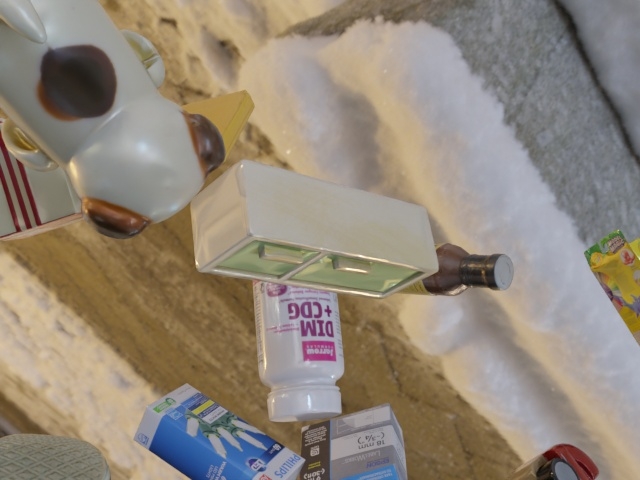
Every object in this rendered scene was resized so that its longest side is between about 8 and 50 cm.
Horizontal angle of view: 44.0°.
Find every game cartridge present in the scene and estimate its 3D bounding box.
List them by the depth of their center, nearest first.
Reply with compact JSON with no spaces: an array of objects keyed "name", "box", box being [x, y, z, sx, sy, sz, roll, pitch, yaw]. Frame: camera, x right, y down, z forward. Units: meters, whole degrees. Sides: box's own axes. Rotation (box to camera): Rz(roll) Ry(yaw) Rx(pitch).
[{"name":"game cartridge","box":[-0.319,-0.220,1.743,0.324,0.285,0.052,-9,123,20]}]

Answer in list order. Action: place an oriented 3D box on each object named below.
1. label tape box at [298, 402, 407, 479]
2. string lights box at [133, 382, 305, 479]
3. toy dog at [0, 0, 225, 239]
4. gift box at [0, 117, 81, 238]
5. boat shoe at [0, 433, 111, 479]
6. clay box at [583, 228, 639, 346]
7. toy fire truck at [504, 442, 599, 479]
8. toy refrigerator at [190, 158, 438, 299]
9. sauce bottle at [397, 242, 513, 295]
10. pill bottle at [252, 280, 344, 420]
[{"name":"label tape box","box":[0.078,0.555,1.872,0.241,0.333,0.106,-18,116,10]},{"name":"string lights box","box":[-0.172,0.360,1.355,0.260,0.133,0.076,29,107,15]},{"name":"toy dog","box":[-0.316,-0.207,1.110,0.408,0.284,0.395,53,159,-20]},{"name":"gift box","box":[-0.635,-0.149,1.735,0.276,0.255,0.258,-123,16,-87]},{"name":"boat shoe","box":[-0.352,0.383,0.972,0.187,0.156,0.500,10,-170,-22]},{"name":"clay box","box":[0.567,0.087,1.395,0.222,0.053,0.127,62,158,14]},{"name":"toy fire truck","box":[0.406,0.380,1.135,0.158,0.246,0.217,-47,69,34]},{"name":"toy refrigerator","box":[0.000,0.000,0.877,0.269,0.094,0.102,12,149,-39]},{"name":"sauce bottle","box":[0.227,0.058,1.610,0.344,0.111,0.111,1,133,43]},{"name":"pill bottle","box":[-0.040,0.190,1.489,0.160,0.283,0.160,-5,162,-2]}]
